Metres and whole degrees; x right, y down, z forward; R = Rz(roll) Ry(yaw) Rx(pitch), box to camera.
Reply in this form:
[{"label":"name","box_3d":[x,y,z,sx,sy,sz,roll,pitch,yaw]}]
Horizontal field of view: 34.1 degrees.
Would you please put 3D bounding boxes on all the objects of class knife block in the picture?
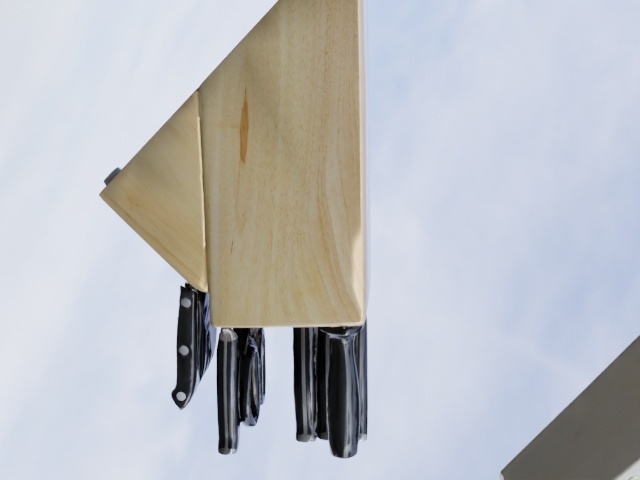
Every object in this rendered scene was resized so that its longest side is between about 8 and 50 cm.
[{"label":"knife block","box_3d":[0.000,0.000,0.650,0.275,0.242,0.088,-45,-172,13]}]

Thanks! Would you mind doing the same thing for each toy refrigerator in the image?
[{"label":"toy refrigerator","box_3d":[0.265,0.177,0.873,0.269,0.102,0.094,120,-31,-45]}]
